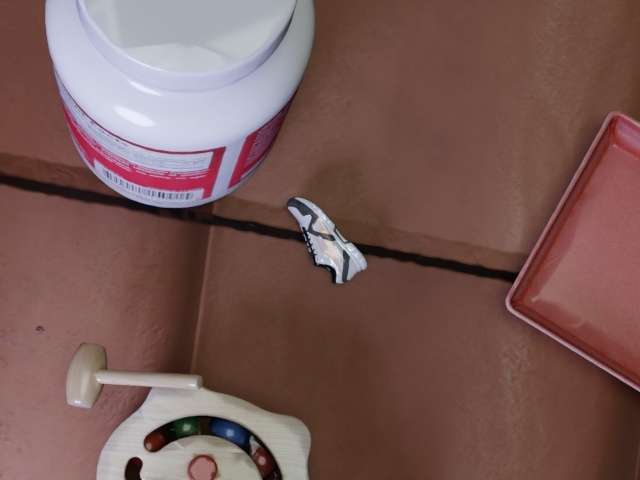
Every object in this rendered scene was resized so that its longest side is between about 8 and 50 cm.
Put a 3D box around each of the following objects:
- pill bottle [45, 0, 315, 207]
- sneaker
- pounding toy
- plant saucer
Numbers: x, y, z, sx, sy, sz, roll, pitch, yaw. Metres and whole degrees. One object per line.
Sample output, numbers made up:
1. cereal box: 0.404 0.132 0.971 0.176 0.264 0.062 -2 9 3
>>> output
1. pill bottle: -0.128 -0.174 1.106 0.229 0.408 0.229 1 81 -8
2. sneaker: 0.000 0.000 1.285 0.044 0.040 0.109 -42 88 -10
3. pounding toy: -0.132 0.212 1.172 0.269 0.155 0.154 20 78 -4
4. plant saucer: 0.361 0.032 1.328 0.259 0.048 0.258 32 78 -3
